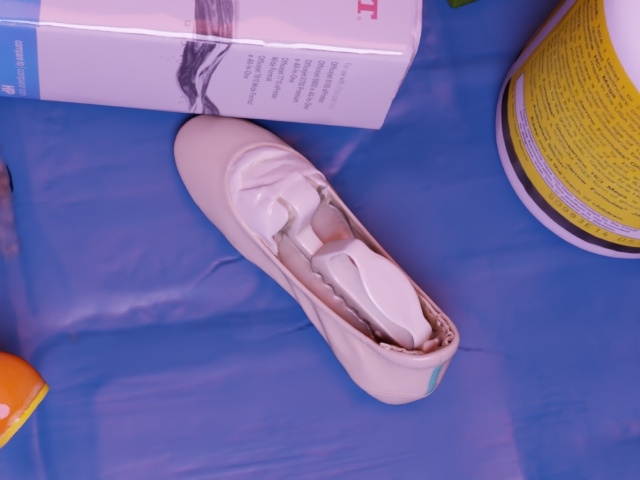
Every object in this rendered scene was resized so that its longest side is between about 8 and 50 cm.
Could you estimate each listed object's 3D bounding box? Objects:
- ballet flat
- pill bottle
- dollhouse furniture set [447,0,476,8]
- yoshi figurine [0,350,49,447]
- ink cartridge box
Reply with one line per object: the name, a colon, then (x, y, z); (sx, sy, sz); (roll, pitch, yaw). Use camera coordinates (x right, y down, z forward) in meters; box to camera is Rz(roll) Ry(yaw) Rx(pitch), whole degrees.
ballet flat: (0.000, 0.000, 1.128); (0.086, 0.086, 0.248); (-41, 85, -20)
pill bottle: (0.245, -0.118, 1.081); (0.188, 0.334, 0.188); (3, 74, -11)
dollhouse furniture set: (0.215, -0.315, 1.205); (0.301, 0.197, 0.151); (-22, 78, -17)
yoshi figurine: (-0.360, 0.052, 1.017); (0.362, 0.203, 0.203); (37, 107, -13)
ink cartridge box: (-0.093, -0.208, 1.133); (0.307, 0.129, 0.223); (5, 70, -7)
